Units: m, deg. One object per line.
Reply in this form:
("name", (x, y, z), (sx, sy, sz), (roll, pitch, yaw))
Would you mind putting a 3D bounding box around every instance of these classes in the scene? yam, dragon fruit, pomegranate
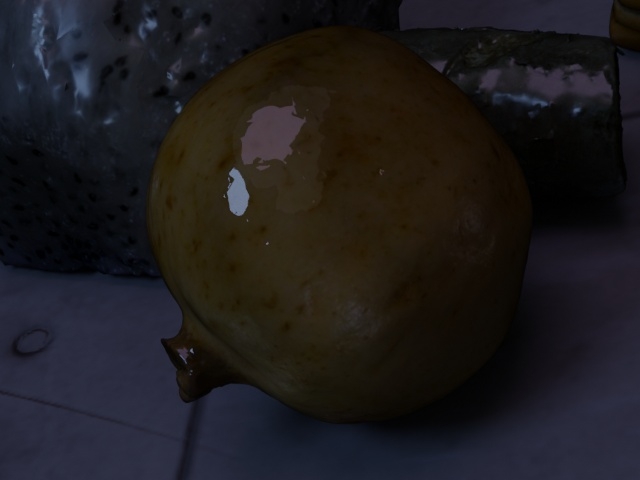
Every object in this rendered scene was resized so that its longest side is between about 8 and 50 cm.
("yam", (0.080, -0.066, 0.867), (0.183, 0.107, 0.107), (3, 41, 26))
("dragon fruit", (-0.118, -0.118, 0.945), (0.283, 0.204, 0.221), (0, 40, 27))
("pomegranate", (0.000, 0.000, 0.751), (0.196, 0.196, 0.196), (-13, 35, 10))

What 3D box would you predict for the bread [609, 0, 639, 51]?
("bread", (0.261, -0.152, 0.923), (0.200, 0.077, 0.116), (11, 53, 38))
